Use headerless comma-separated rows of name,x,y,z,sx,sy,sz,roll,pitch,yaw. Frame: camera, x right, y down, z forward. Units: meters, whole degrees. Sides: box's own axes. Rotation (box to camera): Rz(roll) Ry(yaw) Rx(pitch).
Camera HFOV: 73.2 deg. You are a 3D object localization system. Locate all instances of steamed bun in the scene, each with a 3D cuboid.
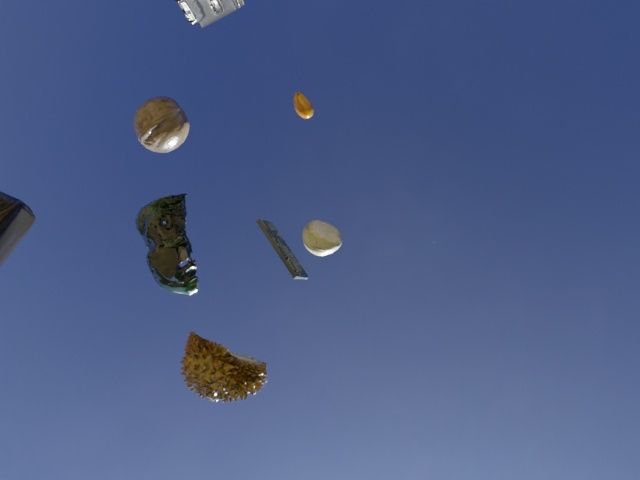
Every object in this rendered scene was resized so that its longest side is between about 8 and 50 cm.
steamed bun,0.000,0.000,1.396,0.130,0.112,0.090,18,-54,-14

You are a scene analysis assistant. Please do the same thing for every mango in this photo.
mango,-0.056,-0.436,1.386,0.060,0.046,0.089,-4,-57,38

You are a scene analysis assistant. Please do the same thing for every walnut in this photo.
walnut,-0.432,-0.312,1.169,0.162,0.140,0.140,-30,-98,22

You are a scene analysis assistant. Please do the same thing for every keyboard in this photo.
keyboard,-0.088,0.019,0.996,0.014,0.055,0.176,-44,-116,17

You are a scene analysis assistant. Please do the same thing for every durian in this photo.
durian,-0.246,0.341,1.086,0.183,0.250,0.137,-39,-138,28

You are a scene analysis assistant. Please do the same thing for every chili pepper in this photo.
chili pepper,-0.388,0.016,1.094,0.148,0.116,0.264,-16,-94,3

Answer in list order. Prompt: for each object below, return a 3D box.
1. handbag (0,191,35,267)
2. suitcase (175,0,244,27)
handbag,-0.625,0.010,0.687,0.223,0.080,0.246,20,-116,2
suitcase,-0.355,-0.785,1.090,0.194,0.283,0.433,-26,-89,1
